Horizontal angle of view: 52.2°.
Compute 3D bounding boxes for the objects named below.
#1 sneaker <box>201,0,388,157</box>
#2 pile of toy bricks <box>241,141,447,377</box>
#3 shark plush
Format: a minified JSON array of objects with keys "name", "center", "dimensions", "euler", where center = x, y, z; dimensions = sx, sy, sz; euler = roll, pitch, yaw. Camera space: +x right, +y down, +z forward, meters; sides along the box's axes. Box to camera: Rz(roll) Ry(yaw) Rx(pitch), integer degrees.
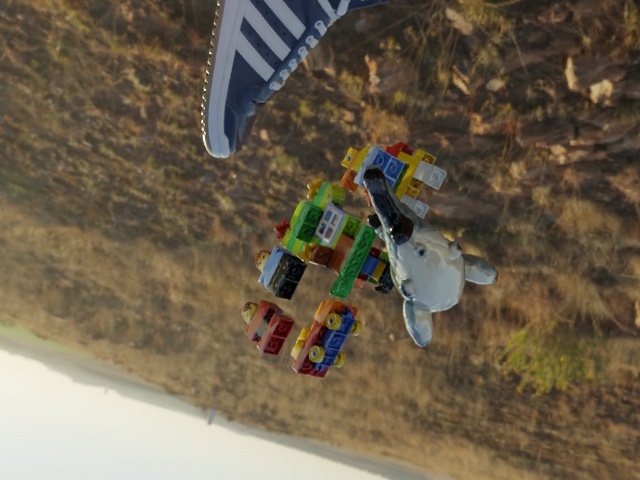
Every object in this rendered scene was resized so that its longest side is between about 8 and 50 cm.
[{"name":"sneaker","center":[-0.020,-0.197,0.613],"dimensions":[0.153,0.282,0.099],"euler":[11,-152,-8]},{"name":"pile of toy bricks","center":[0.000,0.000,0.555],"dimensions":[0.118,0.212,0.105],"euler":[22,-172,-39]},{"name":"shark plush","center":[0.049,0.010,0.413],"dimensions":[0.067,0.073,0.161],"euler":[46,-172,35]}]
